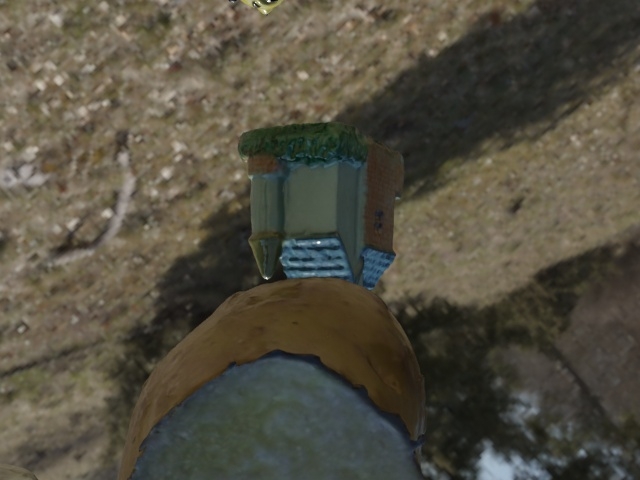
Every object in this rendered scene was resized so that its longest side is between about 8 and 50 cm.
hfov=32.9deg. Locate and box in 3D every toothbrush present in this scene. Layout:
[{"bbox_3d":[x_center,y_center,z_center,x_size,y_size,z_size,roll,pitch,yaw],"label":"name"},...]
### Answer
[{"bbox_3d":[-0.210,0.134,0.626,0.026,0.022,0.263,-39,-164,-28],"label":"toothbrush"}]

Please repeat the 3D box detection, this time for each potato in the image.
[{"bbox_3d":[-0.046,0.167,0.901,0.289,0.300,0.237,-26,-153,-2],"label":"potato"}]

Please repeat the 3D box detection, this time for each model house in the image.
[{"bbox_3d":[0.000,0.000,1.701,0.194,0.324,0.267,-5,170,25],"label":"model house"}]

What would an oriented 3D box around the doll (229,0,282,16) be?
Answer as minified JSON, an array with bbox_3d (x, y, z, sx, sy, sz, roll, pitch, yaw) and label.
[{"bbox_3d":[-0.139,-0.452,1.590,0.117,0.291,0.086,-35,-147,7],"label":"doll"}]
